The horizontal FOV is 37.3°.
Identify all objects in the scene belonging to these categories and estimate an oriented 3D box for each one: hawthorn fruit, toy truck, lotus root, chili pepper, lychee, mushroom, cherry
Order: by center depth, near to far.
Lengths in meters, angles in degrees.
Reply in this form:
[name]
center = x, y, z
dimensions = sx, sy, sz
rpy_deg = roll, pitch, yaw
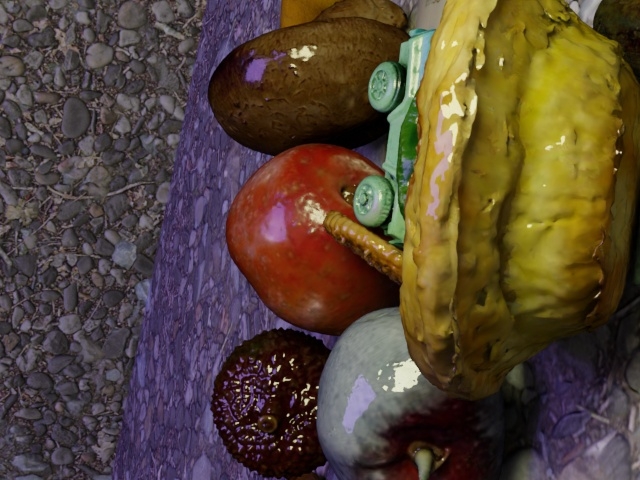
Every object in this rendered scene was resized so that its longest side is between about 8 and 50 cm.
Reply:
[lotus root]
center = 0.317, -0.200, 0.905
dimensions = 0.179, 0.081, 0.089
rpy_deg = -133, 55, -62
[chili pepper]
center = 0.141, -0.125, 1.071
dimensions = 0.099, 0.083, 0.253
rpy_deg = 4, 80, 34
[cherry]
center = 0.102, 0.202, 1.106
dimensions = 0.296, 0.218, 0.254
rpy_deg = -124, 16, -68
[toy truck]
center = 0.150, -0.123, 1.203
dimensions = 0.156, 0.155, 0.278
rpy_deg = 3, 85, 60
[hawthorn fruit]
center = 0.000, 0.000, 1.367
dimensions = 0.284, 0.284, 0.284
rpy_deg = -172, 90, -68
[mushroom]
center = -0.007, -0.229, 1.425
dimensions = 0.239, 0.345, 0.345
rpy_deg = 61, 143, 24
[lychee]
center = -0.056, 0.251, 1.499
dimensions = 0.271, 0.236, 0.235
rpy_deg = -77, -3, -83

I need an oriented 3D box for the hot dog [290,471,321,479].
[hot dog]
center = -0.026, 0.499, 1.537
dimensions = 0.100, 0.068, 0.249
rpy_deg = 124, 147, -50

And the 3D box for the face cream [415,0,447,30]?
[face cream]
center = 0.202, -0.433, 1.265
dimensions = 0.173, 0.081, 0.348
rpy_deg = -165, 83, -68

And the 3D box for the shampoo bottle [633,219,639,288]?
[shampoo bottle]
center = 0.326, -0.049, 0.886
dimensions = 0.069, 0.041, 0.190
rpy_deg = 159, 117, -78

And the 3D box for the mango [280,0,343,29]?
[mango]
center = 0.012, -0.462, 1.667
dimensions = 0.359, 0.144, 0.187
rpy_deg = 124, 149, -53

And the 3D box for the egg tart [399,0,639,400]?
[egg tart]
center = 0.203, -0.057, 0.884
dimensions = 0.443, 0.178, 0.443
rpy_deg = 8, -90, -68

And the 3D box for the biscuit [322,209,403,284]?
[biscuit]
center = 0.105, 0.041, 1.131
dimensions = 0.035, 0.254, 0.254
rpy_deg = -57, 24, 1
